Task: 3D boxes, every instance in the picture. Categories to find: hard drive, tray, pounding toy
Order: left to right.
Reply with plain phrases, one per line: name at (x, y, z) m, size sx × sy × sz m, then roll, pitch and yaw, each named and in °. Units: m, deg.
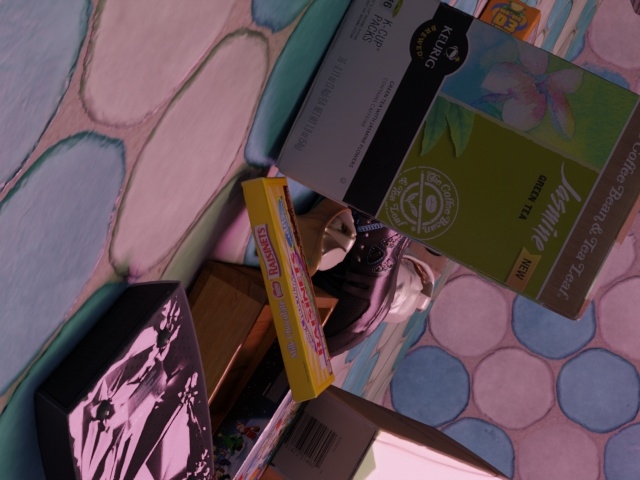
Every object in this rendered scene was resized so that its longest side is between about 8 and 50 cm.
hard drive at (-0.158, 0.164, 1.118) m, size 0.172 × 0.054 × 0.254 m, roll -52°, pitch 151°, yaw -38°
tray at (-0.091, 0.130, 1.452) m, size 0.203 × 0.076 × 0.411 m, roll -61°, pitch 171°, yaw 2°
pounding toy at (0.161, 0.012, 2.304) m, size 0.141 × 0.100 × 0.130 m, roll -51°, pitch -171°, yaw 45°

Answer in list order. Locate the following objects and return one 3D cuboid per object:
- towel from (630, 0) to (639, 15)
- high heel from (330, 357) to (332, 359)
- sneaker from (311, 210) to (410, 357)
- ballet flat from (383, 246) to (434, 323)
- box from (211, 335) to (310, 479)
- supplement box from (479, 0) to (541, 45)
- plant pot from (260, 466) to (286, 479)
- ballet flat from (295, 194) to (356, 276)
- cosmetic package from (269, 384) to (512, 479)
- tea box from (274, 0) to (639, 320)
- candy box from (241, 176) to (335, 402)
towel at (0.382, -0.484, 1.631) m, size 0.312 × 0.056 × 0.324 m, roll 97°, pitch -16°, yaw -62°
high heel at (0.013, 0.228, 2.095) m, size 0.244 × 0.117 × 0.082 m, roll -65°, pitch 169°, yaw 23°
sneaker at (0.053, -0.007, 1.748) m, size 0.139 × 0.125 × 0.341 m, roll 24°, pitch 99°, yaw -52°
ballet flat at (0.103, 0.063, 2.047) m, size 0.139 × 0.139 × 0.400 m, roll -62°, pitch 169°, yaw 9°
box at (-0.079, 0.214, 1.406) m, size 0.233 × 0.044 × 0.159 m, roll -57°, pitch 169°, yaw -21°
supplement box at (0.276, -0.292, 2.057) m, size 0.080 × 0.078 × 0.233 m, roll -55°, pitch 169°, yaw -11°
plant pot at (-0.068, 0.444, 1.921) m, size 0.237 × 0.254 × 0.237 m, roll -57°, pitch 168°, yaw -19°
ballet flat at (0.000, 0.000, 1.528) m, size 0.080 × 0.073 × 0.232 m, roll -64°, pitch 170°, yaw 20°
cosmetic package at (0.077, 0.267, 1.615) m, size 0.309 × 0.160 × 0.113 m, roll 28°, pitch 92°, yaw -49°
tea box at (0.170, -0.087, 1.392) m, size 0.220 × 0.323 × 0.329 m, roll -65°, pitch 169°, yaw 4°
candy box at (-0.029, 0.042, 1.268) m, size 0.105 × 0.027 × 0.206 m, roll -16°, pitch 93°, yaw -77°
